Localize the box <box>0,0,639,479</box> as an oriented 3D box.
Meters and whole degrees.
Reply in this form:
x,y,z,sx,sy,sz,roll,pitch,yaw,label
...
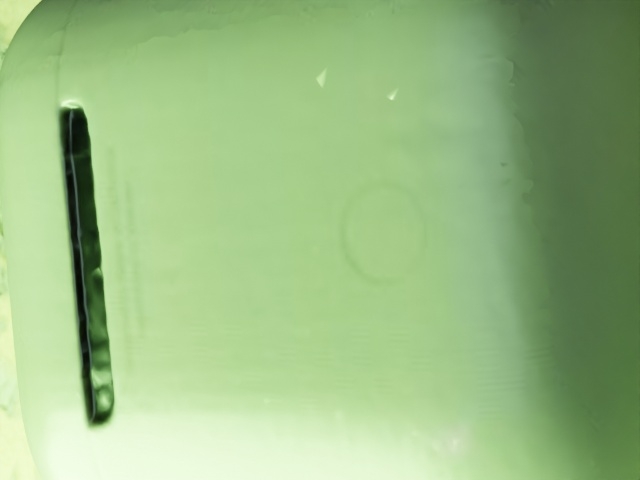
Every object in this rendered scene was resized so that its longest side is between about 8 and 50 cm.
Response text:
x,y,z,sx,sy,sz,roll,pitch,yaw,label
-0.001,0.000,0.745,0.349,0.141,0.288,-6,91,38,box
